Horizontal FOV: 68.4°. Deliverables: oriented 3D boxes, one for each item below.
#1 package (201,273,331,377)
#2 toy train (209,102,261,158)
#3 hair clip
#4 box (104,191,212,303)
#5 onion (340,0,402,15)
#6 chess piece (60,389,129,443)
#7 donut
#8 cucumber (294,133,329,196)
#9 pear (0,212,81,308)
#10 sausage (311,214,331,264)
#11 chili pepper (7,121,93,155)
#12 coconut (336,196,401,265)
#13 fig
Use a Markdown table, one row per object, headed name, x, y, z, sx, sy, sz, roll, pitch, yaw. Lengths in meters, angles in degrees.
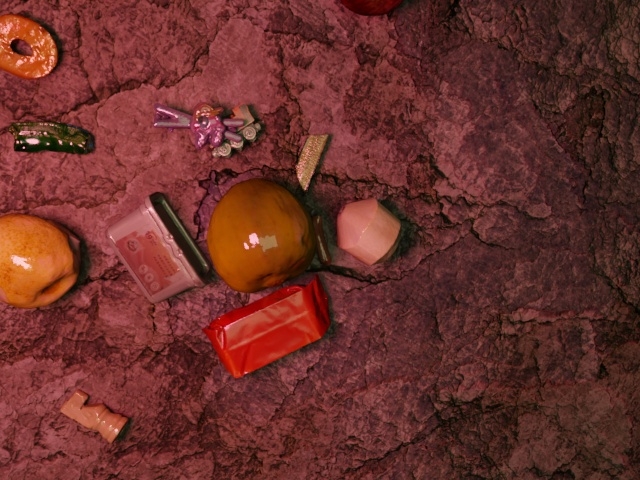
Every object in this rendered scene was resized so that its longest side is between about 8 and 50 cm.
| name | x | y | z | sx | sy | sz | roll | pitch | yaw |
| --- | --- | --- | --- | --- | --- | --- | --- | --- | --- |
| package | -0.161 | 0.282 | 1.557 | 0.424 | 0.123 | 0.196 | -23 | 105 | -7 |
| toy train | -0.277 | -0.334 | 1.466 | 0.176 | 0.074 | 0.118 | -32 | 94 | -1 |
| hair clip | -0.372 | -0.339 | 1.391 | 0.279 | 0.090 | 0.137 | 9 | 93 | 3 |
| box | -0.492 | 0.033 | 1.429 | 0.182 | 0.175 | 0.311 | -30 | 104 | 3 |
| onion | 0.161 | -0.813 | 1.392 | 0.276 | 0.276 | 0.276 | -2 | 99 | -12 |
| chess piece | -0.721 | 0.559 | 1.501 | 0.200 | 0.090 | 0.090 | 33 | 90 | -4 |
| donut | -0.821 | -0.533 | 1.315 | 0.178 | 0.065 | 0.162 | 31 | 96 | -16 |
| cucumber | -0.043 | -0.256 | 1.541 | 0.070 | 0.046 | 0.220 | 20 | 92 | -13 |
| pear | -0.816 | 0.052 | 1.314 | 0.271 | 0.271 | 0.271 | -2 | 99 | -12 |
| sausage | 0.001 | 0.000 | 1.587 | 0.040 | 0.047 | 0.176 | -19 | 103 | -25 |
| chili pepper | -0.780 | -0.294 | 1.361 | 0.224 | 0.061 | 0.098 | 4 | 84 | -10 |
| coconut | 0.146 | -0.036 | 1.537 | 0.222 | 0.202 | 0.202 | 37 | 89 | -17 |
| fig | -0.183 | -0.025 | 1.413 | 0.343 | 0.343 | 0.343 | -2 | 99 | -12 |
